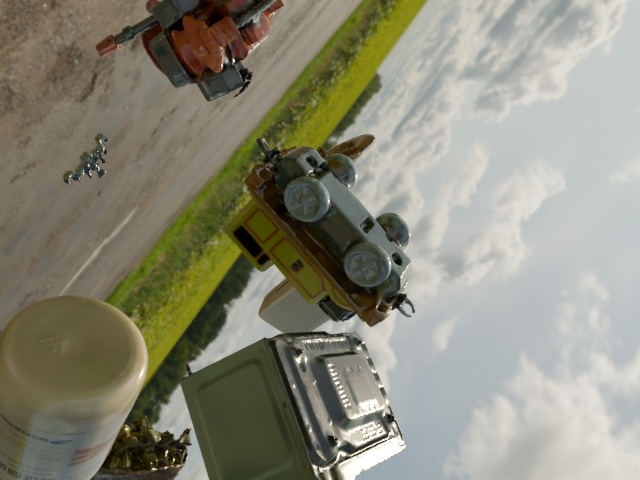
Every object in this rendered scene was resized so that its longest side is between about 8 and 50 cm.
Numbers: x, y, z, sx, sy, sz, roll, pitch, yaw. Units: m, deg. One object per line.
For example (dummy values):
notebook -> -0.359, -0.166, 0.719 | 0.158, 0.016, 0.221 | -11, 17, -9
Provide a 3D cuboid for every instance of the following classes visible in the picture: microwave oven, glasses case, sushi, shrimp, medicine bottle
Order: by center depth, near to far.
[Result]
medicine bottle -> -0.238, 0.162, 0.518 | 0.252, 0.114, 0.114 | -55, -177, 38
shrimp -> 0.014, -0.093, 0.769 | 0.162, 0.045, 0.095 | -40, -150, -29
microwave oven -> -0.025, 0.307, 1.041 | 0.219, 0.286, 0.355 | -29, 160, 22
sushi -> -0.374, 0.445, 1.227 | 0.167, 0.296, 0.179 | 28, -93, 46
glasses case -> -0.015, 0.132, 1.462 | 0.336, 0.144, 0.076 | -39, -158, 42

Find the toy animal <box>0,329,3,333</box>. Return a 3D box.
toy animal -> -0.627, 0.262, 1.258 | 0.116, 0.179, 0.218 | -27, -168, 30

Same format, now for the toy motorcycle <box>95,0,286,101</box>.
toy motorcycle -> -0.146, -0.277, 0.763 | 0.221, 0.147, 0.325 | -26, -154, 14

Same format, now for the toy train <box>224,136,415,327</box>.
toy train -> 0.000, 0.000, 0.560 | 0.127, 0.219, 0.089 | -40, -176, 35

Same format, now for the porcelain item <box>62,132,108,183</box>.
porcelain item -> -0.501, -0.164, 1.293 | 0.136, 0.021, 0.075 | -58, 145, -19
